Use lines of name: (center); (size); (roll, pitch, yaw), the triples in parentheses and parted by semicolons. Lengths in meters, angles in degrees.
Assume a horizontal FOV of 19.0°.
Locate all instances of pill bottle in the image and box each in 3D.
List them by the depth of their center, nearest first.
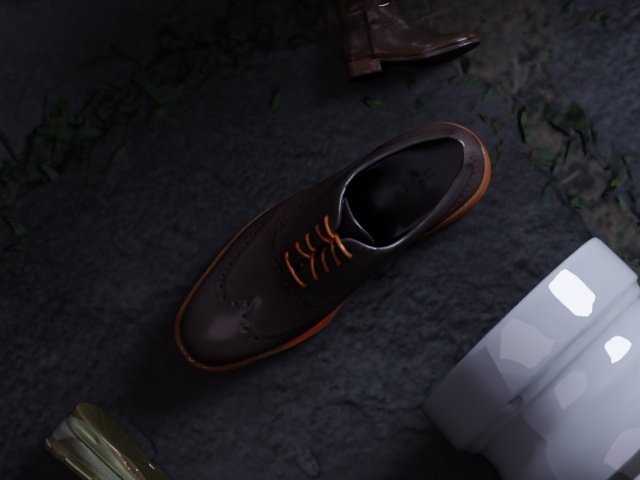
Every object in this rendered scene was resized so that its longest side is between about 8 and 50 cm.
pill bottle: (0.253, 0.183, 1.289); (0.210, 0.210, 0.363); (-45, 83, 4)

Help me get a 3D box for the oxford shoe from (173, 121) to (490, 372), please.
oxford shoe: (0.000, 0.000, 1.384); (0.271, 0.098, 0.097); (-38, 84, 5)

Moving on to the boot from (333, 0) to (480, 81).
boot: (0.057, -0.184, 1.418); (0.106, 0.037, 0.114); (-12, 82, 5)

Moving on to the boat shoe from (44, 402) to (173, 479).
boat shoe: (-0.142, 0.190, 1.422); (0.153, 0.056, 0.048); (46, 104, 8)
